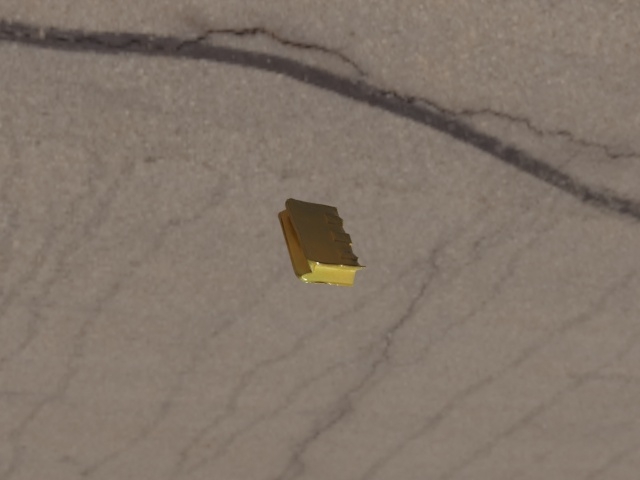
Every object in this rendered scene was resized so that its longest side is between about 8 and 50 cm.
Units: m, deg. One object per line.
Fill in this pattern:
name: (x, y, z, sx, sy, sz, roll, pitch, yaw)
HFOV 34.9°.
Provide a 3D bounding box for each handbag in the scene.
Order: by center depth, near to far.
handbag: (0.000, 0.000, 0.902, 0.061, 0.083, 0.027, 8, 134, -29)
